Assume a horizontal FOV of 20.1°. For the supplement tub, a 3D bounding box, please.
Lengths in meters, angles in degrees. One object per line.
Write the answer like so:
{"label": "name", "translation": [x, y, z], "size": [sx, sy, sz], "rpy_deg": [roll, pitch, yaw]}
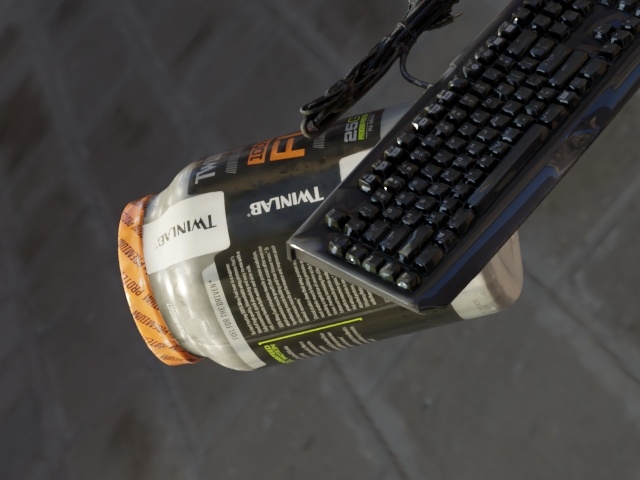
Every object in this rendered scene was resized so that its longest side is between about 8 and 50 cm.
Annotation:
{"label": "supplement tub", "translation": [0.000, 0.000, 1.547], "size": [0.316, 0.193, 0.193], "rpy_deg": [-15, 35, 14]}

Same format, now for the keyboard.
{"label": "keyboard", "translation": [0.089, -0.096, 1.147], "size": [0.201, 0.033, 0.317], "rpy_deg": [23, 59, 37]}
